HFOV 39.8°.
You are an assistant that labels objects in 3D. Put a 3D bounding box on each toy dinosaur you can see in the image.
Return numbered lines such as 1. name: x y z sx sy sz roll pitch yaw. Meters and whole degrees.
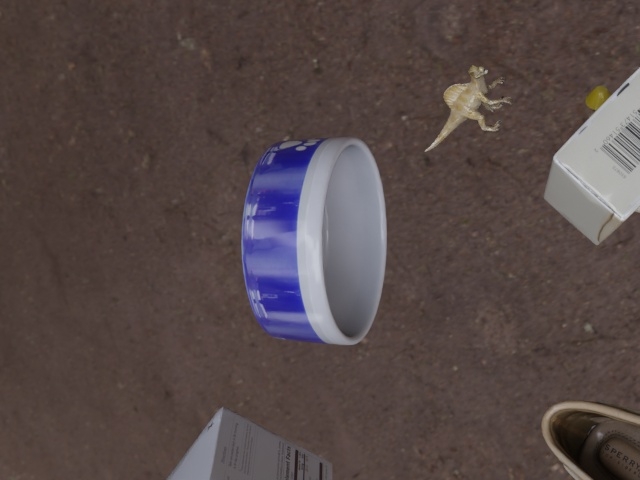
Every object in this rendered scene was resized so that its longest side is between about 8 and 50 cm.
1. toy dinosaur: 0.221 -0.196 1.291 0.183 0.092 0.053 115 167 -52

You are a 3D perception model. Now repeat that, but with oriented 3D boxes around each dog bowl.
1. dog bowl: 0.000 0.000 1.140 0.104 0.265 0.265 1 106 21

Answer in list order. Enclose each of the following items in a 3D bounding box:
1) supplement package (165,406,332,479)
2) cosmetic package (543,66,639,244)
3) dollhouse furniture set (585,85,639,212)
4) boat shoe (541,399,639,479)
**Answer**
1. supplement package: -0.101 0.338 0.864 0.145 0.262 0.204 31 113 -13
2. cosmetic package: 0.381 -0.097 1.125 0.160 0.309 0.113 -46 77 6
3. dollhouse furniture set: 0.496 -0.118 1.261 0.303 0.286 0.198 19 146 23
4. boat shoe: 0.312 0.223 0.711 0.122 0.110 0.341 -61 29 -6
